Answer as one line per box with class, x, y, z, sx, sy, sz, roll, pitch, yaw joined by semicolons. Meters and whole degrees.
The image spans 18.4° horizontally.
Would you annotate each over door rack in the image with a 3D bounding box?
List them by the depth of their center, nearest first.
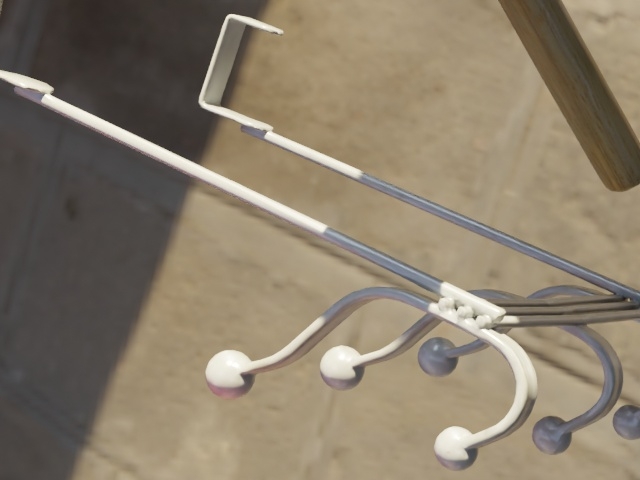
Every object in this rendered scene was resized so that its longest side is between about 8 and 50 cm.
over door rack;0.000;0.000;0.944;0.324;0.239;0.108;37;105;23

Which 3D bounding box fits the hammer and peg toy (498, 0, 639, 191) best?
hammer and peg toy;0.191;-0.141;0.701;0.361;0.266;0.127;6;53;35
